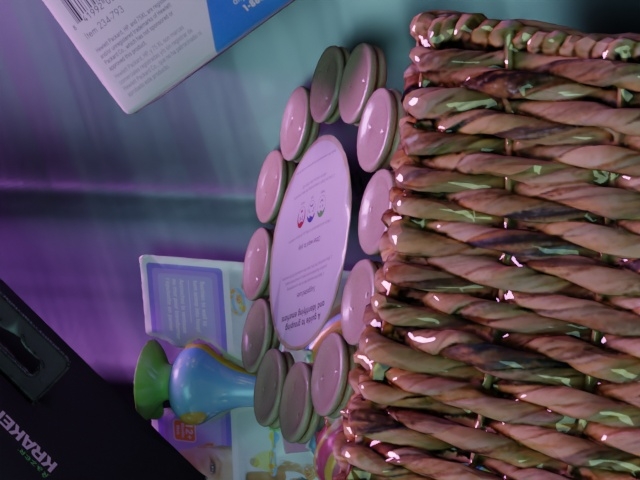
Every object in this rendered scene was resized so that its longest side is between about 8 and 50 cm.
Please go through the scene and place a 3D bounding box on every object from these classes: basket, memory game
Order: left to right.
[{"bbox_3d":[0.000,0.000,0.868,0.012,0.186,0.186,10,120,-20],"label":"memory game"},{"bbox_3d":[0.180,0.046,0.743,0.299,0.213,0.223,11,93,36],"label":"basket"}]

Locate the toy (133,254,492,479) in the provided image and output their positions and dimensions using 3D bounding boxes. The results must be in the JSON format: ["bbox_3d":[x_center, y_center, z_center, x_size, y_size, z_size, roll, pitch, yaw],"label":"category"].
[{"bbox_3d":[0.016,0.086,0.954,0.237,0.056,0.136,6,114,20],"label":"toy"}]

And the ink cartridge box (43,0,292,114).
[{"bbox_3d":[-0.095,-0.191,0.870,0.134,0.078,0.231,-32,97,32],"label":"ink cartridge box"}]

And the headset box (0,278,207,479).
[{"bbox_3d":[-0.235,0.134,0.965,0.246,0.131,0.283,44,115,-3],"label":"headset box"}]
